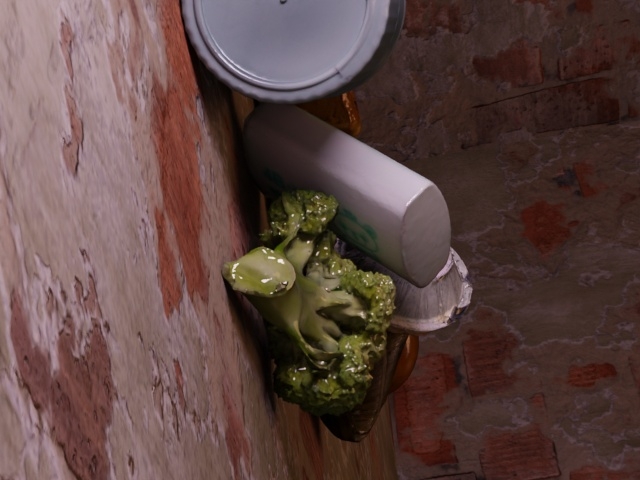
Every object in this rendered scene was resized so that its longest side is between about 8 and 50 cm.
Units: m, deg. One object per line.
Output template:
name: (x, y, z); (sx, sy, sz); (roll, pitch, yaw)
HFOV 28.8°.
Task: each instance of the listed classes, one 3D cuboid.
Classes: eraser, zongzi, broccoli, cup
eraser: (0.034, -0.068, 1.677); (0.290, 0.104, 0.189); (32, -26, 30)
zongzi: (0.012, 0.210, 1.914); (0.288, 0.134, 0.286); (-25, 136, -49)
broccoli: (0.001, 0.053, 1.560); (0.302, 0.186, 0.254); (82, 9, -48)
cup: (-0.031, -0.330, 1.535); (0.311, 0.256, 0.331); (-63, 145, -79)

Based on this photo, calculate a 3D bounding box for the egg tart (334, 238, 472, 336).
egg tart: (0.124, 0.037, 1.869); (0.094, 0.234, 0.234); (115, -22, -44)

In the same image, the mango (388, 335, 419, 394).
mango: (0.073, 0.151, 2.205); (0.317, 0.173, 0.211); (-106, -163, -59)

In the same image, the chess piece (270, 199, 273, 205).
chess piece: (0.000, 0.000, 1.977); (0.298, 0.175, 0.176); (36, 43, -63)

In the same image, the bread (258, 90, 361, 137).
bread: (-0.023, -0.224, 1.976); (0.143, 0.158, 0.149); (26, 56, -78)
